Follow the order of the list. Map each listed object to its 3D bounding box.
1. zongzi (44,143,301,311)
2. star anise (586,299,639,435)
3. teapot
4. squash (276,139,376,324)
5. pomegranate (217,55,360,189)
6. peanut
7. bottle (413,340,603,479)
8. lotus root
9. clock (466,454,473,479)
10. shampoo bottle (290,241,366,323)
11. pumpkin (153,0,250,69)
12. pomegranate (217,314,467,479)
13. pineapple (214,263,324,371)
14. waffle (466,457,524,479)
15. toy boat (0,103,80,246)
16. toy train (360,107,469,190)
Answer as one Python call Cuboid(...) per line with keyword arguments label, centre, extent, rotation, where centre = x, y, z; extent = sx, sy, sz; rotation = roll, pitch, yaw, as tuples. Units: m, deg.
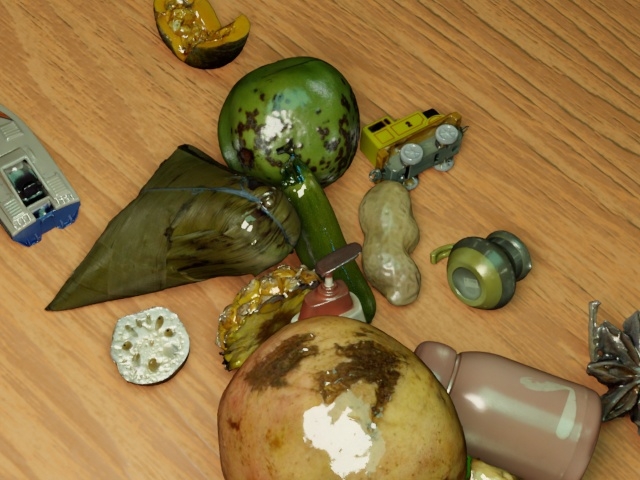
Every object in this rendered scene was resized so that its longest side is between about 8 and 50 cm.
Cuboid(label="zongzi", centre=(-0.229, 0.026, 1.584), extent=(0.360, 0.160, 0.323), rotation=(-42, 32, -18))
Cuboid(label="star anise", centre=(0.507, 0.212, 1.700), extent=(0.230, 0.081, 0.262), rotation=(-40, 86, -24))
Cuboid(label="teapot", centre=(0.264, 0.041, 1.738), extent=(0.165, 0.130, 0.119), rotation=(23, 40, 39))
Cuboid(label="squash", centre=(0.000, 0.001, 1.647), extent=(0.087, 0.087, 0.332), rotation=(-33, 113, -23))
Cuboid(label="pomegranate", centre=(-0.050, -0.171, 1.724), extent=(0.254, 0.254, 0.271), rotation=(0, 78, -9))
Cuboid(label="peanut", centre=(0.116, 0.004, 1.744), extent=(0.104, 0.086, 0.228), rotation=(8, 63, -17))
Cuboid(label="bottle", centre=(0.259, 0.258, 1.570), extent=(0.296, 0.206, 0.173), rotation=(22, 98, 3))
Cuboid(label="lotus root", centre=(-0.260, 0.170, 1.600), extent=(0.122, 0.081, 0.112), rotation=(-15, 68, -16))
Cuboid(label="clock", centre=(0.029, 0.354, 1.508), extent=(0.309, 0.166, 0.235), rotation=(29, 62, -2))
Cuboid(label="shampoo bottle", centre=(0.023, 0.135, 1.555), extent=(0.153, 0.284, 0.071), rotation=(-14, 38, -14))
Cuboid(label="pumpkin", centre=(-0.215, -0.367, 1.869), extent=(0.183, 0.108, 0.119), rotation=(36, 56, 18))
Cuboid(label="pomegranate", centre=(0.023, 0.253, 1.291), extent=(0.322, 0.322, 0.322), rotation=(4, 63, -7))
Cuboid(label="pineapple", centre=(-0.076, 0.111, 1.592), extent=(0.224, 0.225, 0.076), rotation=(-26, 62, -20))
Cuboid(label="waffle", centre=(0.206, 0.464, 1.367), extent=(0.077, 0.304, 0.348), rotation=(8, 79, 14))
Cuboid(label="toy boat", centre=(-0.520, -0.136, 1.711), extent=(0.129, 0.088, 0.295), rotation=(-31, 72, -22))
Cuboid(label="toy train", centre=(0.160, -0.171, 1.840), extent=(0.219, 0.089, 0.127), rotation=(-28, 60, -20))
